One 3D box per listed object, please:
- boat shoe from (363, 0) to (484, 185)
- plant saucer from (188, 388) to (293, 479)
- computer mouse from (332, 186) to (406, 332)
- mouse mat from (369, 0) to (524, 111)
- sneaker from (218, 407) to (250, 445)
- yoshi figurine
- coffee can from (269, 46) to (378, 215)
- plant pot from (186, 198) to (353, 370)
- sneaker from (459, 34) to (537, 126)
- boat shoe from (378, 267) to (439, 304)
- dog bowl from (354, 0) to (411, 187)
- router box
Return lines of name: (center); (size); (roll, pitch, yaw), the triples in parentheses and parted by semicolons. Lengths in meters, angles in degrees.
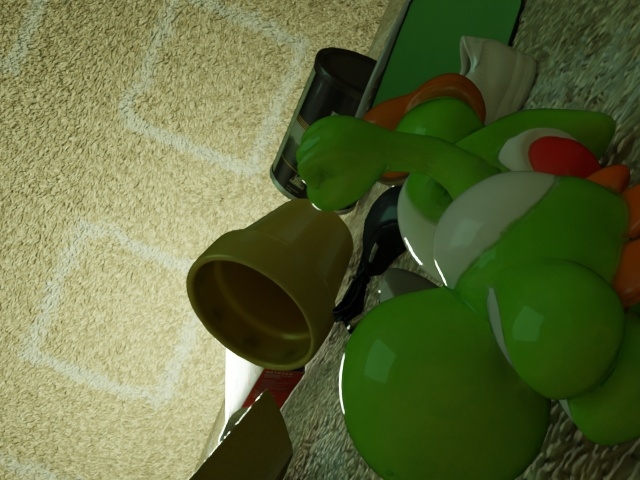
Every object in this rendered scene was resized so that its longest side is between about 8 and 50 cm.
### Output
boat shoe: (0.155, -0.206, 1.032); (0.341, 0.121, 0.110); (-66, -31, -17)
plant saucer: (-0.139, 0.413, 1.075); (0.332, 0.080, 0.333); (-38, -31, -69)
computer mouse: (0.068, 0.025, 1.105); (0.262, 0.060, 0.184); (125, 167, -66)
mouse mat: (0.151, -0.222, 0.968); (0.007, 0.152, 0.190); (51, -125, -53)
sneaker: (-0.152, 0.427, 1.408); (0.282, 0.102, 0.161); (-78, 9, -61)
yoshi figurine: (0.078, 0.021, 0.497); (0.362, 0.203, 0.203); (-90, 8, -69)
coffee can: (0.036, -0.219, 1.628); (0.202, 0.201, 0.275); (-76, 10, -57)
plant pot: (-0.064, 0.056, 1.406); (0.239, 0.254, 0.254); (-52, -6, -41)
sneaker: (0.134, -0.103, 0.819); (0.080, 0.094, 0.212); (-144, 76, -83)
boat shoe: (0.077, 0.092, 0.681); (0.219, 0.077, 0.070); (-87, 21, -68)
dog bowl: (0.144, -0.257, 1.287); (0.349, 0.102, 0.349); (-158, 90, -85)
router box: (-0.121, 0.182, 1.644); (0.301, 0.082, 0.336); (120, 152, -51)
